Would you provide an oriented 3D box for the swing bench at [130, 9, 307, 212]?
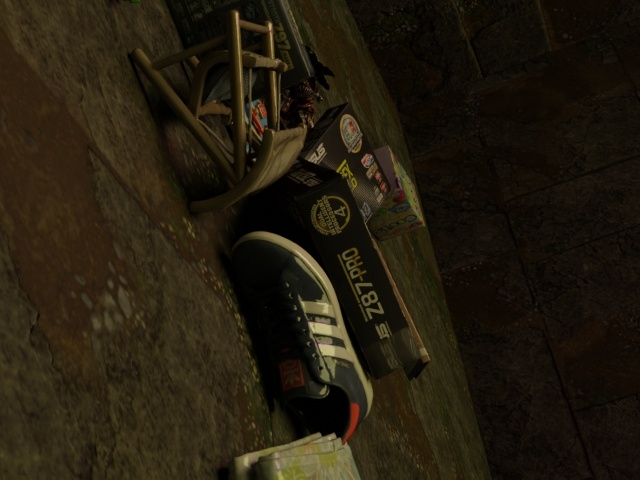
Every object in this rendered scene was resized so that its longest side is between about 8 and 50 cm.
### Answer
[{"bbox_3d":[-0.127,-0.189,1.478,0.253,0.165,0.254,-46,116,-77],"label":"swing bench"}]

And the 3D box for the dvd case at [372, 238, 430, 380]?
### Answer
[{"bbox_3d":[0.121,0.121,1.671,0.164,0.018,0.221,99,-32,-72],"label":"dvd case"}]

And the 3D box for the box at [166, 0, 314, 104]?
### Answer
[{"bbox_3d":[-0.135,-0.348,1.644,0.059,0.183,0.232,-46,115,-76],"label":"box"}]

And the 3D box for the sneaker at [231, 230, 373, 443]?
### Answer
[{"bbox_3d":[-0.035,0.155,1.449,0.350,0.131,0.148,59,30,-15],"label":"sneaker"}]

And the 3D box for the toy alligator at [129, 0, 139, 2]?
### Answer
[{"bbox_3d":[-0.285,-0.405,1.407,0.051,0.056,0.189,-49,-127,55],"label":"toy alligator"}]

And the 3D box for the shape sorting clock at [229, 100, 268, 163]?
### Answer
[{"bbox_3d":[-0.133,-0.230,1.803,0.206,0.040,0.206,-20,90,-78],"label":"shape sorting clock"}]

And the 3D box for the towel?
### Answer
[{"bbox_3d":[0.004,0.437,1.260,0.320,0.090,0.374,20,51,-70],"label":"towel"}]

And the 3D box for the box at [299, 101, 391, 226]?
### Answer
[{"bbox_3d":[0.035,-0.121,1.980,0.216,0.060,0.270,63,35,-22],"label":"box"}]

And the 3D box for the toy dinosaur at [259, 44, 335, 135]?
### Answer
[{"bbox_3d":[-0.088,-0.349,2.052,0.322,0.164,0.218,46,5,-18],"label":"toy dinosaur"}]

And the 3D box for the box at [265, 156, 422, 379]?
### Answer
[{"bbox_3d":[0.021,0.028,1.664,0.318,0.097,0.395,65,-7,-14],"label":"box"}]

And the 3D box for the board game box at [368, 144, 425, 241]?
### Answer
[{"bbox_3d":[0.175,-0.124,2.727,0.275,0.144,0.142,44,29,-62],"label":"board game box"}]
